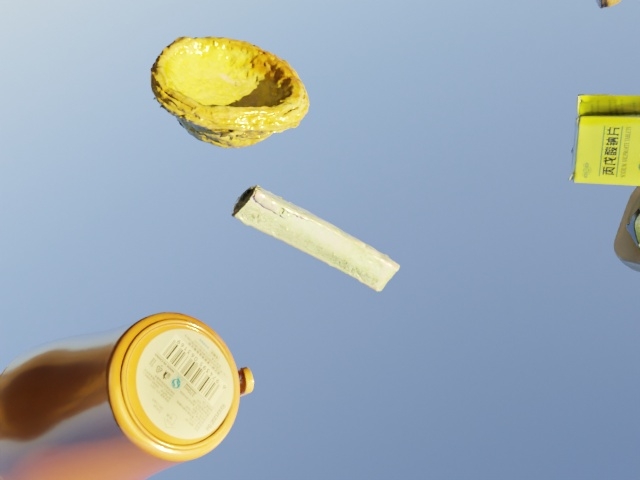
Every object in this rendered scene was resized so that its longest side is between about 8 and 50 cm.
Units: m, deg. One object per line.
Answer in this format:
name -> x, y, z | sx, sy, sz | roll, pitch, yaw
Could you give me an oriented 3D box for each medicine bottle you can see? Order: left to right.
medicine bottle -> 0.598, -0.186, 1.510 | 0.250, 0.137, 0.141 | 4, -150, 15

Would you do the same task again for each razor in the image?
razor -> 0.530, -0.074, 1.208 | 0.190, 0.033, 0.066 | -49, -163, 26

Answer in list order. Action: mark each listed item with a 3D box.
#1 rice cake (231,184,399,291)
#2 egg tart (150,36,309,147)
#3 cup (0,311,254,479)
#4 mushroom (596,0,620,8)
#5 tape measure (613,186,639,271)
rice cake -> 0.000, 0.000, 0.871 | 0.043, 0.211, 0.034 | -55, -152, 15
egg tart -> -0.167, -0.255, 1.457 | 0.294, 0.123, 0.294 | 10, -138, -9
cup -> -0.186, 0.164, 0.806 | 0.226, 0.182, 0.264 | -1, 163, -42
mushroom -> 0.185, -0.203, 0.548 | 0.019, 0.049, 0.101 | -13, -112, 9
tape measure -> 0.775, -0.022, 1.667 | 0.271, 0.133, 0.231 | 19, -94, 42
